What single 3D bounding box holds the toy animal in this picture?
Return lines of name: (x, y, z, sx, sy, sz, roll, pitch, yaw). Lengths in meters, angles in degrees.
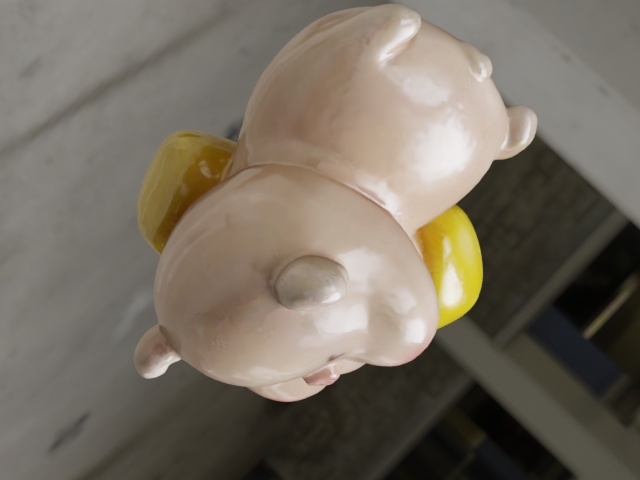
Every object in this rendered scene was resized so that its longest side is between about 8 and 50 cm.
toy animal: (0.019, 0.011, 1.386, 0.345, 0.277, 0.247, -37, -156, 33)
